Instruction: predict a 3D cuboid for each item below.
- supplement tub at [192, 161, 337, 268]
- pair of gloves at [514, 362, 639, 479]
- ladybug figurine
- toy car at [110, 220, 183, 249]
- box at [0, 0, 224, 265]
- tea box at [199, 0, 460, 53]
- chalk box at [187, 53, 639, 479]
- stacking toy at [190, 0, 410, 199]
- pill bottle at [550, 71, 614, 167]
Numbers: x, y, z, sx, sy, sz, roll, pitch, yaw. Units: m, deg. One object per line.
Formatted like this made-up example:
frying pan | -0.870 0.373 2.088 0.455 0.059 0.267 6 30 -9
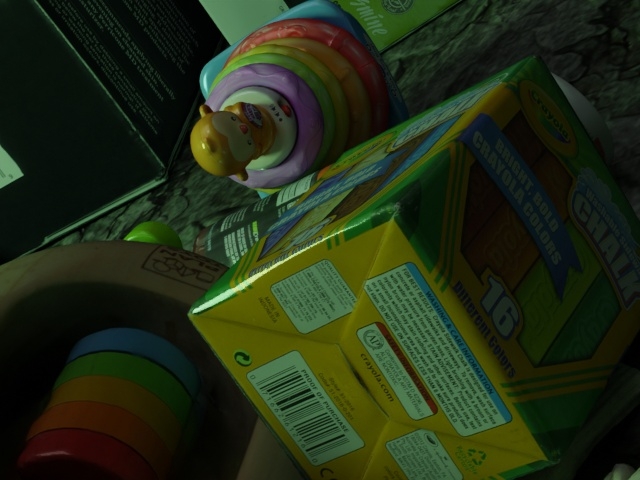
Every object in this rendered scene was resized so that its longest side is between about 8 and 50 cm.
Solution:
supplement tub | 0.000 0.000 1.364 0.198 0.106 0.106 -25 25 25
pair of gloves | 0.147 0.149 0.948 0.204 0.042 0.240 -42 24 -14
ladybug figurine | -0.148 0.157 1.109 0.449 0.305 0.162 -64 -8 -58
toy car | -0.187 0.100 1.413 0.188 0.149 0.155 -37 7 30
box | -0.405 -0.196 2.086 0.479 0.297 0.472 -27 23 22
tea box | -0.005 -0.379 1.809 0.323 0.329 0.220 -31 23 11
chalk box | 0.089 0.015 1.060 0.179 0.180 0.289 -26 14 39
stacking toy | -0.044 -0.100 1.412 0.165 0.175 0.302 -29 1 18
pill bottle | 0.120 -0.031 1.246 0.193 0.108 0.108 -44 24 -18
